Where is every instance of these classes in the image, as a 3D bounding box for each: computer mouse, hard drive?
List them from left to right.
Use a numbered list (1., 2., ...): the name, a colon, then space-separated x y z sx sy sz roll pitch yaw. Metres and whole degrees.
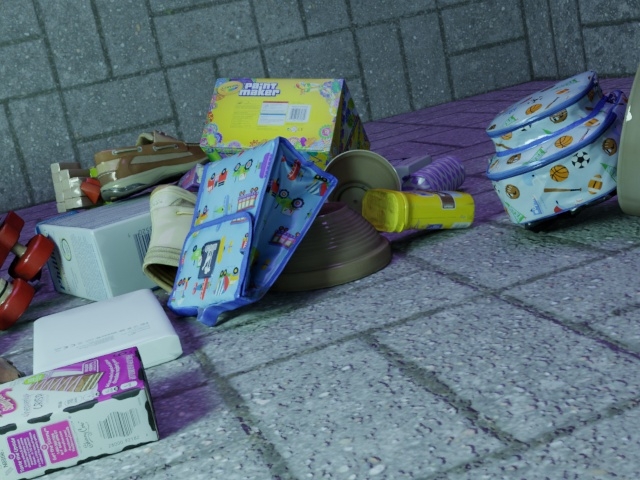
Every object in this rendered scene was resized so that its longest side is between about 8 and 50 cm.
1. computer mouse: -0.631 0.101 1.822 0.106 0.042 0.193 -14 18 12
2. hard drive: -0.337 0.148 1.342 0.203 0.040 0.307 -16 13 -15

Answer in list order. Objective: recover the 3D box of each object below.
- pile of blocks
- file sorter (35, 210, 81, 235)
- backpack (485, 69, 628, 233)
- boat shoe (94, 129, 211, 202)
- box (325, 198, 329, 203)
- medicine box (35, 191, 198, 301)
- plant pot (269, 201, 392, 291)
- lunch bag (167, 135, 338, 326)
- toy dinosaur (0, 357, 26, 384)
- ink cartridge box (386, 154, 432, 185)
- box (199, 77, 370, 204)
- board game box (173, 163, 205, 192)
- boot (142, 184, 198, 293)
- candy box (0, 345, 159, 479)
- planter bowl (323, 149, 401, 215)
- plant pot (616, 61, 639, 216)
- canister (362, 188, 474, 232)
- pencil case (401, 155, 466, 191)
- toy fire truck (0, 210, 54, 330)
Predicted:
1. pile of blocks: -0.454 -0.089 1.971 0.112 0.149 0.362 -9 -22 19
2. file sorter: -0.586 0.006 2.010 0.104 0.118 0.170 -20 15 -20
3. backpack: 0.398 -0.144 1.441 0.276 0.213 0.263 -29 17 33
4. boat shoe: -0.348 -0.182 1.881 0.122 0.120 0.324 -20 4 40
5. box: -0.029 -0.046 1.679 0.087 0.101 0.102 -15 -17 -12
6. medicine box: -0.381 0.005 1.749 0.263 0.149 0.289 -21 15 -35
7. plant pot: 0.000 0.000 1.514 0.237 0.110 0.237 -11 14 3
8. lunch bag: -0.130 0.007 1.399 0.221 0.138 0.293 -12 50 49
9. toy dinosaur: -0.576 0.206 1.181 0.295 0.127 0.200 -38 63 -22
10. ink cartridge box: 0.168 -0.149 2.069 0.175 0.072 0.127 -4 15 33
11. box: -0.068 -0.208 1.918 0.290 0.177 0.279 4 -23 17
12. board game box: -0.204 -0.093 1.878 0.208 0.056 0.347 18 -10 -16
13. boot: -0.196 0.026 1.581 0.095 0.262 0.203 -44 32 34
14. candy box: -0.314 0.205 1.012 0.233 0.071 0.159 -16 14 -12
15. planter bowl: 0.076 -0.089 1.771 0.162 0.162 0.109 -14 -14 -8
16. plant pot: 0.629 -0.164 1.290 0.280 0.323 0.323 16 27 32
17. canister: 0.179 -0.056 1.590 0.170 0.073 0.126 -2 8 -27
18. pencil case: 0.244 -0.122 1.881 0.088 0.086 0.206 -37 -5 35
19. toy fire truck: -0.663 0.078 1.645 0.254 0.169 0.302 -34 30 29
